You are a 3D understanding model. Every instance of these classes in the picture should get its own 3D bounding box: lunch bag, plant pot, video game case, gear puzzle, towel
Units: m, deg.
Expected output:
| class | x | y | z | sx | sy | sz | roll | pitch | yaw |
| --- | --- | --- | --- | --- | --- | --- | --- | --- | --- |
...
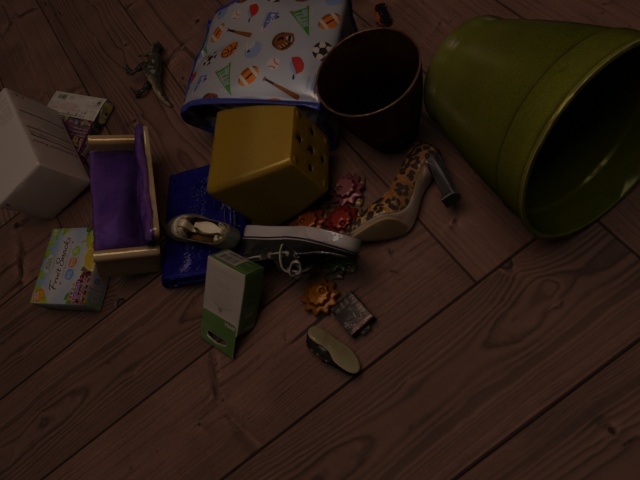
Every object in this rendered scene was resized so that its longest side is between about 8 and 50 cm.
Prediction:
| class | x | y | z | sx | sy | sz | roll | pitch | yaw |
| --- | --- | --- | --- | --- | --- | --- | --- | --- | --- |
| lunch bag | -0.126 | -0.412 | 1.299 | 0.386 | 0.239 | 0.327 | 7 | 71 | 15 |
| plant pot | 0.132 | -0.292 | 1.145 | 0.215 | 0.230 | 0.215 | -9 | 65 | 19 |
| plant pot | -0.096 | -0.174 | 1.166 | 0.187 | 0.212 | 0.212 | -14 | 61 | 31 |
| video game case | -0.761 | -0.346 | 1.615 | 0.232 | 0.042 | 0.210 | 14 | 74 | 25 |
| plant pot | 0.389 | -0.252 | 0.992 | 0.366 | 0.366 | 0.353 | -40 | 48 | 0 |
| gear puzzle | 0.000 | 0.000 | 1.175 | 0.176 | 0.044 | 0.338 | -1 | 67 | 20 |
| towel | -0.281 | -0.047 | 1.284 | 0.228 | 0.076 | 0.308 | -11 | 64 | 15 |

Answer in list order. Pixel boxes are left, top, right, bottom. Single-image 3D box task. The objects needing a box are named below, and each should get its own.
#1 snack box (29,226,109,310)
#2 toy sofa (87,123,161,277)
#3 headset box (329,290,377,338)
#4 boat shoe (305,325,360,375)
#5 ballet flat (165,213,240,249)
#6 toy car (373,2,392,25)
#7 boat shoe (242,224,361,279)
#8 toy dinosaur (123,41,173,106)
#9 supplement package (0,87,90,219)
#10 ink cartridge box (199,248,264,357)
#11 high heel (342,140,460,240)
| class | x | y | z | sx | sy | sz | roll | pitch | yaw |
| --- | --- | --- | --- | --- | --- | --- | --- | --- | --- |
| snack box | -0.625 | 0.072 | 1.365 | 0.175 | 0.070 | 0.207 | 0 | 66 | 20 |
| toy sofa | -0.481 | -0.105 | 1.301 | 0.150 | 0.177 | 0.362 | -6 | 62 | -18 |
| headset box | 0.069 | 0.154 | 1.089 | 0.062 | 0.032 | 0.083 | -42 | 61 | 0 |
| boat shoe | 0.024 | 0.226 | 1.070 | 0.133 | 0.042 | 0.049 | 35 | 41 | 27 |
| ballet flat | -0.277 | -0.029 | 1.198 | 0.213 | 0.068 | 0.072 | 11 | 75 | 26 |
| toy car | 0.181 | -0.603 | 1.389 | 0.122 | 0.060 | 0.040 | -45 | 14 | -21 |
| boat shoe | -0.052 | 0.027 | 1.105 | 0.306 | 0.113 | 0.104 | 4 | 81 | 35 |
| toy dinosaur | -0.510 | -0.488 | 1.576 | 0.118 | 0.064 | 0.268 | -18 | 66 | 5 |
| supplement package | -0.803 | -0.234 | 1.472 | 0.177 | 0.175 | 0.293 | -38 | 68 | 13 |
| ink cartridge box | -0.195 | 0.136 | 1.154 | 0.109 | 0.062 | 0.209 | 25 | 116 | 28 |
| high heel | 0.151 | -0.106 | 1.152 | 0.261 | 0.093 | 0.186 | -24 | 51 | 11 |
